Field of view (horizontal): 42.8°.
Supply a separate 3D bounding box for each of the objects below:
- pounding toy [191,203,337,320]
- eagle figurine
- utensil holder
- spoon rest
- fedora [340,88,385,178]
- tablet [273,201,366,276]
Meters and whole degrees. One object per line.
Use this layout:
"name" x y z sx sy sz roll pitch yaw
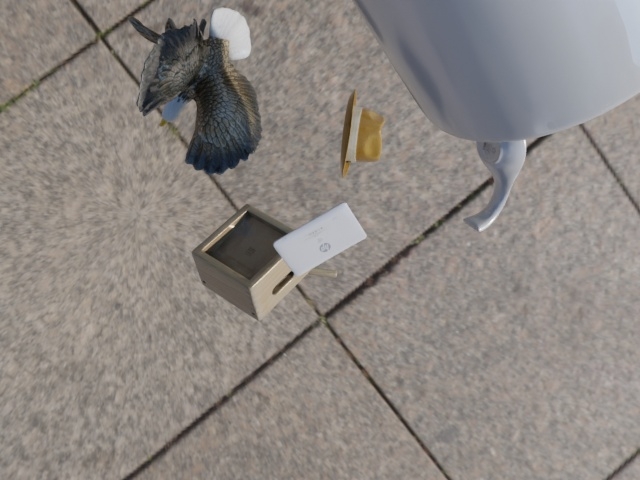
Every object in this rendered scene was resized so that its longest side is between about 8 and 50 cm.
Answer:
"pounding toy" -0.072 0.032 1.114 0.130 0.100 0.141 29 58 29
"eagle figurine" -0.219 -0.275 1.439 0.226 0.298 0.225 -2 120 -16
"utensil holder" 0.142 -0.329 0.727 0.327 0.327 0.385 -44 128 -8
"spoon rest" 0.385 -0.155 1.803 0.084 0.137 0.276 -15 129 -32
"fedora" 0.087 -0.210 1.640 0.079 0.194 0.194 7 90 4
"tablet" 0.000 0.000 0.811 0.083 0.006 0.054 -30 129 7
